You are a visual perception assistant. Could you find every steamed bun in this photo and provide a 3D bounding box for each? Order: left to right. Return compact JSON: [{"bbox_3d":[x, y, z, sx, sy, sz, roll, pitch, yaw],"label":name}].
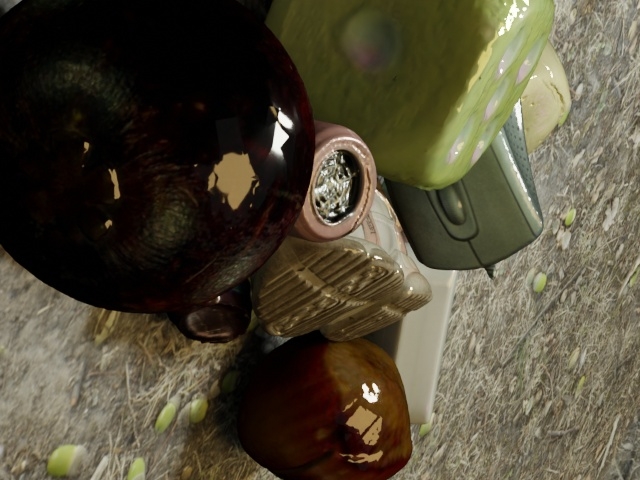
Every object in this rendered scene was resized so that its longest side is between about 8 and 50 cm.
[{"bbox_3d":[0.240,-0.217,2.145,0.154,0.200,0.250,-32,160,6],"label":"steamed bun"}]

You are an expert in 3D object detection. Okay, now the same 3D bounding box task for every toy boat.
[{"bbox_3d":[-0.131,0.053,1.813,0.223,0.100,0.097,56,15,-75],"label":"toy boat"}]

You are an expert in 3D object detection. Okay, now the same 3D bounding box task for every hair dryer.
[{"bbox_3d":[-0.093,-0.157,1.641,0.125,0.210,0.352,-46,130,-27],"label":"hair dryer"}]

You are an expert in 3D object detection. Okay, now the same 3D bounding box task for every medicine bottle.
[{"bbox_3d":[0.113,0.072,2.175,0.179,0.124,0.324,-117,-149,-64],"label":"medicine bottle"}]

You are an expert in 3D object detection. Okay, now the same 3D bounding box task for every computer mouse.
[{"bbox_3d":[0.153,-0.129,1.988,0.122,0.188,0.371,-9,84,-59],"label":"computer mouse"}]

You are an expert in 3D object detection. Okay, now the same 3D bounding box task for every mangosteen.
[{"bbox_3d":[-0.156,-0.093,1.428,0.330,0.330,0.330,-40,141,-43],"label":"mangosteen"}]

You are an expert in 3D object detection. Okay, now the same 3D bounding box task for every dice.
[{"bbox_3d":[0.092,-0.217,1.807,0.254,0.252,0.250,-61,164,13],"label":"dice"}]

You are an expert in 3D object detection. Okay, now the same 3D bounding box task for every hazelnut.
[{"bbox_3d":[-0.002,0.218,2.046,0.229,0.229,0.229,-40,141,-43],"label":"hazelnut"}]

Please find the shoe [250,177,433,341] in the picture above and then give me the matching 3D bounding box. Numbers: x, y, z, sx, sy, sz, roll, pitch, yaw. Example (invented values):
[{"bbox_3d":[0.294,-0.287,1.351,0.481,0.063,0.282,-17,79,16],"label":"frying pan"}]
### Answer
[{"bbox_3d":[-0.003,0.001,1.901,0.171,0.198,0.351,-27,162,11],"label":"shoe"}]
